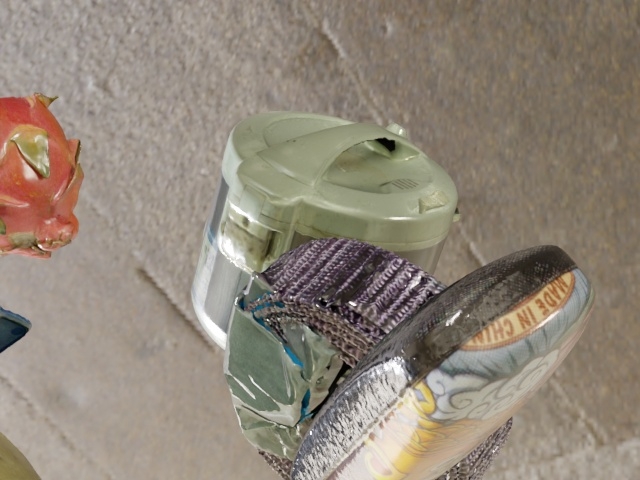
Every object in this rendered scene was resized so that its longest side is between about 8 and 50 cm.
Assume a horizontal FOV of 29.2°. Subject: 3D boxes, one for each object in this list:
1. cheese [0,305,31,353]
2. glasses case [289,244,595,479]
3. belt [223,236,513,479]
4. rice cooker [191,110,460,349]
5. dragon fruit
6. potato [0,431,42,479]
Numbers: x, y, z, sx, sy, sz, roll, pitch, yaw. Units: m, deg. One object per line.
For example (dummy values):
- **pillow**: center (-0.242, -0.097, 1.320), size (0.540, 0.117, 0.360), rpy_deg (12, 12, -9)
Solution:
- **cheese**: center (-0.406, 0.060, 1.172), size (0.189, 0.074, 0.286), rpy_deg (-33, 143, 18)
- **glasses case**: center (0.062, 0.098, 0.742), size (0.082, 0.122, 0.321), rpy_deg (51, 153, 12)
- **belt**: center (0.037, 0.136, 1.096), size (0.260, 0.122, 0.324), rpy_deg (33, 147, 12)
- **rice cooker**: center (0.000, -0.003, 1.406), size (0.289, 0.288, 0.277), rpy_deg (14, 117, -3)
- **dragon fruit**: center (-0.433, -0.085, 1.705), size (0.224, 0.227, 0.224), rpy_deg (-7, 174, -1)
- **potato**: center (-0.437, 0.367, 1.233), size (0.319, 0.385, 0.442), rpy_deg (22, -178, 42)
